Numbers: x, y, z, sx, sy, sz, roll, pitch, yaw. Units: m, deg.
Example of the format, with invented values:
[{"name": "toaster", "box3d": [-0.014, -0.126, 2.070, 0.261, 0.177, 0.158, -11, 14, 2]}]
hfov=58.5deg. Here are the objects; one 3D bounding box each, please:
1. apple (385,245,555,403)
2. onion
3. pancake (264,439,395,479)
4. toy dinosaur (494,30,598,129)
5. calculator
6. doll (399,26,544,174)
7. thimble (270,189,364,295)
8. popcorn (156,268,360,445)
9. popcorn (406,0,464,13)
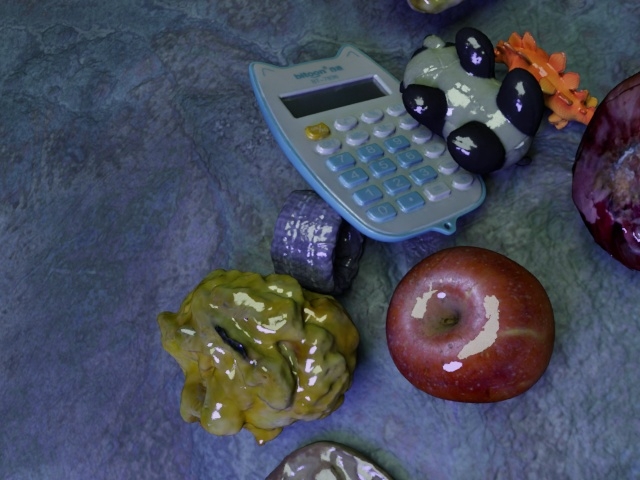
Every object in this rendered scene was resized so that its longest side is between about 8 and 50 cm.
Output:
[{"name": "apple", "box3d": [0.188, 0.109, 0.718, 0.201, 0.162, 0.201, -14, 63, 29]}, {"name": "onion", "box3d": [0.424, -0.081, 0.663, 0.252, 0.219, 0.252, -6, 83, 54]}, {"name": "pancake", "box3d": [0.007, 0.425, 0.748, 0.294, 0.049, 0.294, -8, 67, 19]}, {"name": "toy dinosaur", "box3d": [0.299, -0.236, 0.802, 0.070, 0.117, 0.288, -48, 65, 3]}, {"name": "calculator", "box3d": [0.069, -0.145, 0.834, 0.256, 0.054, 0.386, -21, 58, -28]}, {"name": "doll", "box3d": [0.204, -0.194, 0.804, 0.143, 0.135, 0.234, -42, 71, 7]}, {"name": "thimble", "box3d": [-0.001, 0.003, 0.833, 0.097, 0.150, 0.150, 12, 78, 22]}, {"name": "popcorn", "box3d": [-0.089, 0.153, 0.789, 0.286, 0.215, 0.252, 12, 115, 30]}, {"name": "popcorn", "box3d": [0.181, -0.513, 0.861, 0.312, 0.312, 0.312, -7, 71, 21]}]
